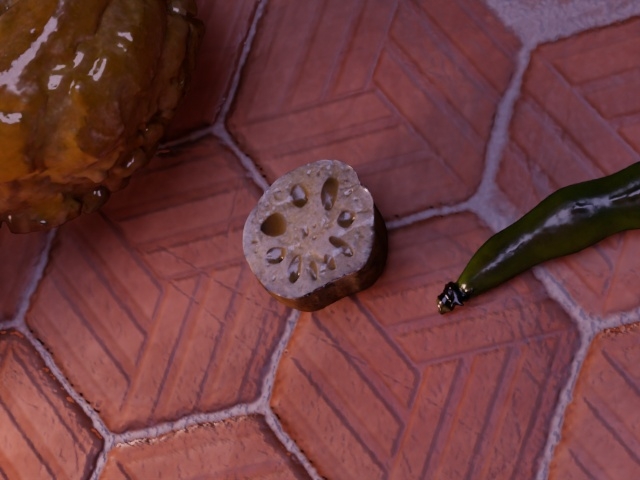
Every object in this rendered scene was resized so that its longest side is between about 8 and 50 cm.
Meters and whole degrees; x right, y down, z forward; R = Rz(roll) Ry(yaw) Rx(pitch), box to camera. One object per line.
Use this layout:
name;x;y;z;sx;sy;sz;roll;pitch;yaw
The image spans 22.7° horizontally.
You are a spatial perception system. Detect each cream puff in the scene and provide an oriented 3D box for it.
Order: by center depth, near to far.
cream puff;-0.266;-0.166;1.386;0.343;0.231;0.327;2;71;24

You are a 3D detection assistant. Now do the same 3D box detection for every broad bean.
broad bean;0.221;-0.021;1.302;0.297;0.043;0.060;-23;83;13

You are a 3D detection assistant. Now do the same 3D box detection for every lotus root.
lotus root;-0.001;-0.003;1.349;0.122;0.081;0.112;-26;70;12
